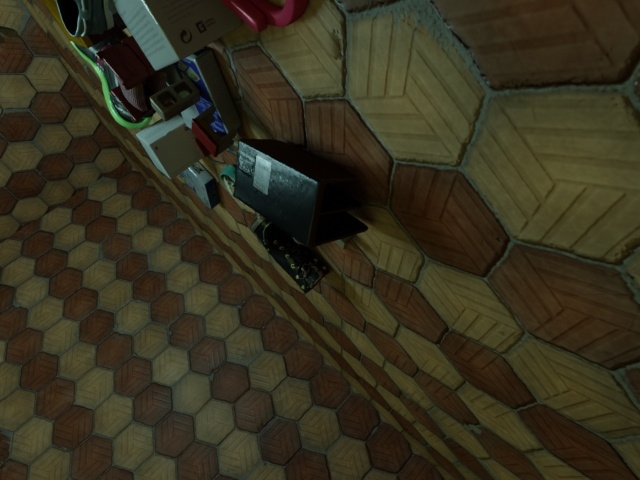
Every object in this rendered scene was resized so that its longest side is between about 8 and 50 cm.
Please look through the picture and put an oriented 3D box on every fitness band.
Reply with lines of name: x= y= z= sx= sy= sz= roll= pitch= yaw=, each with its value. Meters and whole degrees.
fitness band: x=-0.130 y=-0.474 z=0.648 sx=0.291 sy=0.054 sz=0.209 roll=45 pitch=157 yaw=9

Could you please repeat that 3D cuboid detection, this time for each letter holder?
letter holder: x=-0.034 y=-0.131 z=0.967 sx=0.302 sy=0.214 sz=0.152 roll=33 pitch=123 yaw=38

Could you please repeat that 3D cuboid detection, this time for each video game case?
video game case: x=-0.594 y=-0.302 z=1.920 sx=0.244 sy=0.061 sz=0.269 roll=44 pitch=160 yaw=8

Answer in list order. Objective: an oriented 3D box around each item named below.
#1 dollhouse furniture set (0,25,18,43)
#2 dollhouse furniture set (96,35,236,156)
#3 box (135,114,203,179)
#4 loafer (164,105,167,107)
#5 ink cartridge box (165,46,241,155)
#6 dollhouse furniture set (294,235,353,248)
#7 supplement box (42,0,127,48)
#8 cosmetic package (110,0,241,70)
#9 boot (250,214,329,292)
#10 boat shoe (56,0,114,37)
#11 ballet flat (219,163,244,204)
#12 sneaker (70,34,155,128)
dollhouse furniture set: x=-0.863 y=-0.758 z=1.100 sx=0.394 sy=0.256 sz=0.362 roll=-120 pitch=39 yaw=-52
dollhouse furniture set: x=-0.421 y=-0.358 z=1.124 sx=0.374 sy=0.152 sz=0.201 roll=49 pitch=159 yaw=-2
box: x=-0.586 y=-0.375 z=1.589 sx=0.119 sy=0.181 sz=0.182 roll=36 pitch=157 yaw=32
loafer: x=-0.644 y=-0.558 z=1.593 sx=0.039 sy=0.045 sz=0.125 roll=20 pitch=155 yaw=25
ink cartridge box: x=-0.360 y=-0.434 z=1.183 sx=0.303 sy=0.072 sz=0.307 roll=34 pitch=157 yaw=33
dollhouse furniture set: x=0.000 y=0.000 z=1.163 sx=0.161 sy=0.101 sz=0.182 roll=43 pitch=160 yaw=15
supplement box: x=-0.663 y=-0.679 z=1.170 sx=0.191 sy=0.194 sz=0.129 roll=33 pitch=156 yaw=38
cosmetic package: x=-0.364 y=-0.584 z=0.762 sx=0.230 sy=0.161 sz=0.453 roll=25 pitch=150 yaw=53
boot: x=-0.099 y=0.034 z=1.382 sx=0.284 sy=0.138 sz=0.377 roll=47 pitch=164 yaw=7
boat shoe: x=-0.499 y=-0.513 z=0.801 sx=0.116 sy=0.099 sz=0.319 roll=54 pitch=163 yaw=-8
ballet flat: x=-0.269 y=-0.175 z=1.431 sx=0.247 sy=0.087 sz=0.083 roll=42 pitch=159 yaw=18
sneaker: x=-0.731 y=-0.658 z=1.455 sx=0.202 sy=0.185 sz=0.483 roll=-14 pitch=113 yaw=27
